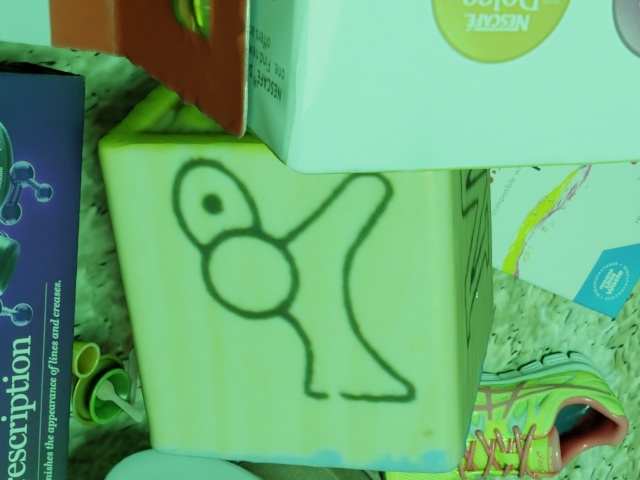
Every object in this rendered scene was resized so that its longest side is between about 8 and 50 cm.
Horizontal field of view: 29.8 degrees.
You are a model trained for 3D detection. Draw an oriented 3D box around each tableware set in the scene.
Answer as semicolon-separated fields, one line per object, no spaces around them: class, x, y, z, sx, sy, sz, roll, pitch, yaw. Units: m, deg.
tableware set;-0.113;0.065;0.785;0.154;0.024;0.104;-20;123;-55

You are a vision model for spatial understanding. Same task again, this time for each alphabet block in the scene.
alphabet block;0.000;0.000;0.717;0.192;0.193;0.197;1;116;12

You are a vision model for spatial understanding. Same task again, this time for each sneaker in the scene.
sneaker;0.146;0.151;0.937;0.208;0.094;0.081;-19;119;-13

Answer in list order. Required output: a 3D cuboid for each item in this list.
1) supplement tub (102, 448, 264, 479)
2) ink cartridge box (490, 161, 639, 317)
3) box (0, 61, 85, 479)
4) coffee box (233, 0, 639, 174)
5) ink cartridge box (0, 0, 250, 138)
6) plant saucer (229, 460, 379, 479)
supplement tub;-0.135;0.319;0.778;0.235;0.235;0.325;24;112;-30
ink cartridge box;0.143;-0.048;0.859;0.231;0.078;0.134;21;102;-29
box;-0.239;0.030;0.675;0.184;0.103;0.261;-2;103;-32
coffee box;0.097;-0.239;0.513;0.337;0.338;0.334;-3;114;-22
ink cartridge box;-0.144;-0.230;0.478;0.091;0.385;0.308;-10;115;-27
plant saucer;-0.041;0.236;0.927;0.198;0.036;0.199;-9;115;-20
